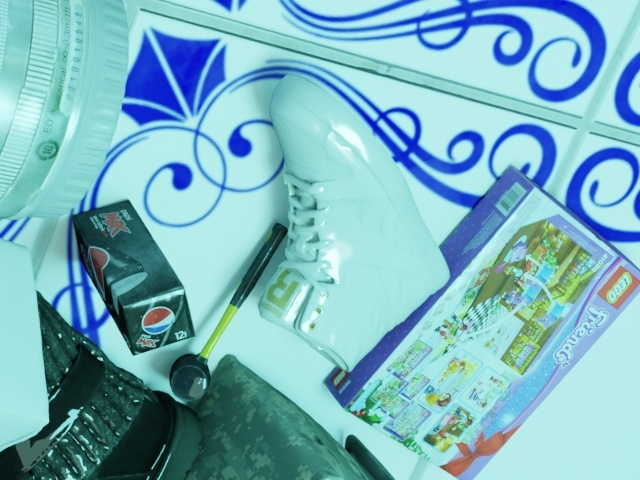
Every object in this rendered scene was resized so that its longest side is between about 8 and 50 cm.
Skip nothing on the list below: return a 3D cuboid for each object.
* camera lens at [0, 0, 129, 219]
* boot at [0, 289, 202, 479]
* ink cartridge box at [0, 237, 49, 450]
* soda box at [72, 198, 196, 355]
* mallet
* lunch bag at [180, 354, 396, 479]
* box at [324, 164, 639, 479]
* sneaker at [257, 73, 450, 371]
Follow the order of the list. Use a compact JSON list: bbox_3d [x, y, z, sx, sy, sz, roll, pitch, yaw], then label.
[{"bbox_3d":[-0.311,-0.138,1.353,0.274,0.219,0.219,12,112,-30],"label":"camera lens"},{"bbox_3d":[-0.282,0.234,1.606,0.260,0.131,0.348,38,72,-41],"label":"boot"},{"bbox_3d":[-0.441,0.077,1.324,0.285,0.166,0.395,-24,152,29],"label":"ink cartridge box"},{"bbox_3d":[-0.165,0.030,1.551,0.060,0.169,0.053,-17,123,-15],"label":"soda box"},{"bbox_3d":[-0.086,0.067,1.696,0.039,0.062,0.190,31,87,-7],"label":"mallet"},{"bbox_3d":[0.000,0.280,1.732,0.169,0.235,0.287,-46,126,2],"label":"lunch bag"},{"bbox_3d":[0.171,0.092,1.814,0.201,0.057,0.293,35,99,-35],"label":"box"},{"bbox_3d":[0.000,0.000,1.631,0.169,0.108,0.292,-46,129,-15],"label":"sneaker"}]
